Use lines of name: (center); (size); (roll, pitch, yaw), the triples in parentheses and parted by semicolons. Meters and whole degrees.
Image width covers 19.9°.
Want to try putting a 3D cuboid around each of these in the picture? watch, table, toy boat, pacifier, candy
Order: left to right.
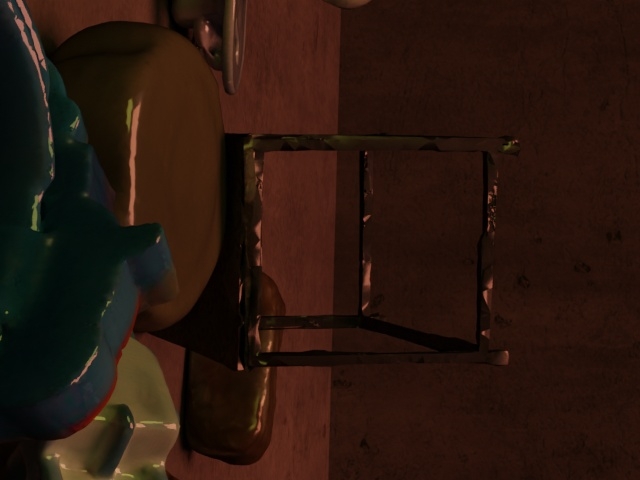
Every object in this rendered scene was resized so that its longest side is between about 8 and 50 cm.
watch: (-0.220, -0.061, 0.939); (0.274, 0.241, 0.305); (63, 25, -44)
toy boat: (-0.164, 0.069, 1.077); (0.133, 0.145, 0.332); (-59, -141, 33)
candy: (-0.102, 0.146, 2.164); (0.104, 0.102, 0.234); (72, 23, -68)
pacifier: (-0.044, -0.301, 2.036); (0.244, 0.233, 0.299); (77, 17, -71)
table: (0.000, 0.000, 1.812); (0.335, 0.272, 0.222); (-167, -102, -70)

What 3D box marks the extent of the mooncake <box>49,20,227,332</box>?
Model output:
mooncake: (-0.171, -0.053, 1.541); (0.275, 0.135, 0.275); (1, 90, -78)

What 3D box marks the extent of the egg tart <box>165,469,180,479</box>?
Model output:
egg tart: (-0.177, 0.301, 1.574); (0.341, 0.129, 0.341); (1, 90, -80)
